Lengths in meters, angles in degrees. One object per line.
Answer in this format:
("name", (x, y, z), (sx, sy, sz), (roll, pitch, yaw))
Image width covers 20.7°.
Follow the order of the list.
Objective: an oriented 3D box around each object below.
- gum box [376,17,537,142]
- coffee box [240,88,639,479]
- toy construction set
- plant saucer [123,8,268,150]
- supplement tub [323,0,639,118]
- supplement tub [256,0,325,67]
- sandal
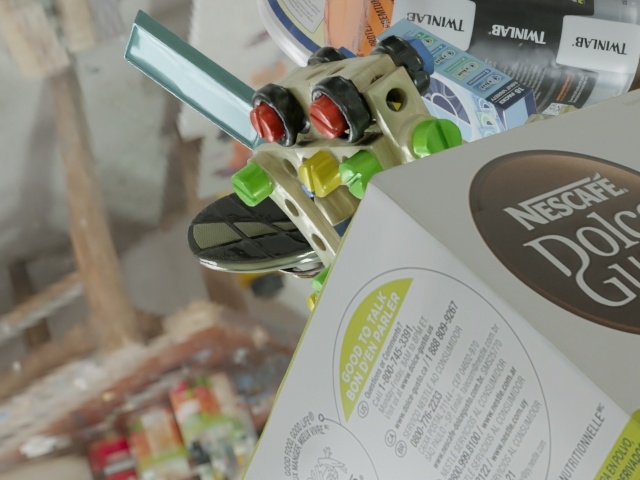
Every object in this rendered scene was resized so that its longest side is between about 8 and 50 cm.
("gum box", (0.140, -0.111, 1.681), (0.041, 0.184, 0.157), (-37, 136, -20))
("coffee box", (0.188, 0.149, 0.922), (0.338, 0.334, 0.338), (-19, 142, -42))
("toy construction set", (0.058, -0.042, 1.276), (0.151, 0.215, 0.328), (-41, -161, -35))
("plant saucer", (-0.130, -0.166, 1.853), (0.018, 0.192, 0.067), (-45, 166, -43))
("supplement tub", (0.175, -0.237, 1.915), (0.316, 0.193, 0.193), (5, 143, -20))
("supplement tub", (0.090, -0.364, 2.145), (0.235, 0.235, 0.325), (4, 137, -37))
("sandal", (0.002, 0.001, 1.970), (0.303, 0.120, 0.086), (-5, 134, -13))
